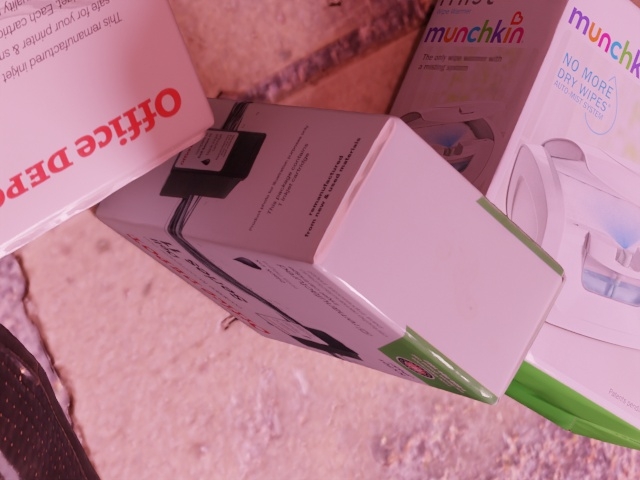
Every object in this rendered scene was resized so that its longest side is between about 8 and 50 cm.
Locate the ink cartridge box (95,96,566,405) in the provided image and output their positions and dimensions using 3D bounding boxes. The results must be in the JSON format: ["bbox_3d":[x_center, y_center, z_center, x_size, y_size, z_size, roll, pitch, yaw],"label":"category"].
[{"bbox_3d":[0.000,0.000,0.905,0.153,0.208,0.086,38,74,-34],"label":"ink cartridge box"}]

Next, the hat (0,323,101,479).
[{"bbox_3d":[-0.237,0.188,0.774,0.331,0.134,0.331,-1,91,-60],"label":"hat"}]

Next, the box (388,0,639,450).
[{"bbox_3d":[0.162,-0.016,1.088,0.262,0.127,0.231,32,77,-36],"label":"box"}]

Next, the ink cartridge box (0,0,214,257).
[{"bbox_3d":[-0.178,-0.124,0.815,0.172,0.100,0.237,-34,114,-30],"label":"ink cartridge box"}]
